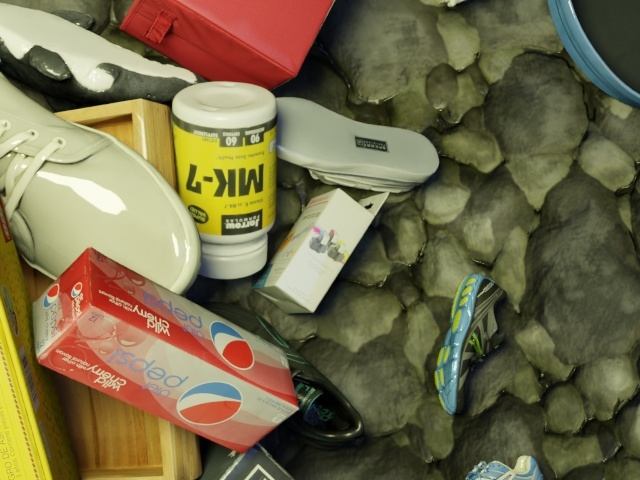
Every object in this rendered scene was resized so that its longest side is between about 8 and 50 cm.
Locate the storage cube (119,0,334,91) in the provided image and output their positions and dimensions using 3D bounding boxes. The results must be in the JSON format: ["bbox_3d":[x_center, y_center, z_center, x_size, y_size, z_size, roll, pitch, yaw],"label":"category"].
[{"bbox_3d":[-0.099,-0.299,1.229,0.193,0.183,0.215,29,76,-16],"label":"storage cube"}]

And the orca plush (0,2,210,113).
[{"bbox_3d":[-0.278,-0.192,1.228,0.287,0.102,0.151,6,39,-29],"label":"orca plush"}]

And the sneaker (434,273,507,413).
[{"bbox_3d":[0.202,0.138,1.360,0.078,0.067,0.188,20,76,-11],"label":"sneaker"}]

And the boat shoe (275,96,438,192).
[{"bbox_3d":[0.021,-0.105,1.306,0.258,0.084,0.095,15,57,-19],"label":"boat shoe"}]

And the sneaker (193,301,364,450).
[{"bbox_3d":[-0.052,0.159,1.251,0.267,0.106,0.101,36,77,-12],"label":"sneaker"}]

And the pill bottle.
[{"bbox_3d":[-0.110,-0.069,1.202,0.119,0.119,0.209,-9,120,-20],"label":"pill bottle"}]

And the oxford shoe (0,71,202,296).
[{"bbox_3d":[-0.316,-0.076,1.069,0.449,0.130,0.169,37,99,14],"label":"oxford shoe"}]

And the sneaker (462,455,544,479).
[{"bbox_3d":[0.204,0.331,1.347,0.211,0.080,0.081,-2,80,-29],"label":"sneaker"}]

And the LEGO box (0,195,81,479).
[{"bbox_3d":[-0.431,0.176,0.918,0.372,0.193,0.500,-14,96,-8],"label":"LEGO box"}]

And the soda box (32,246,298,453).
[{"bbox_3d":[-0.147,0.114,1.014,0.263,0.083,0.092,32,117,-35],"label":"soda box"}]

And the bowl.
[{"bbox_3d":[0.500,-0.372,1.501,0.391,0.077,0.391,2,85,-19],"label":"bowl"}]

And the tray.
[{"bbox_3d":[-0.252,0.064,1.150,0.202,0.076,0.411,-6,88,20],"label":"tray"}]

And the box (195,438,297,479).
[{"bbox_3d":[-0.094,0.421,1.172,0.294,0.182,0.296,46,71,-12],"label":"box"}]

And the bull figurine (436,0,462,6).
[{"bbox_3d":[0.160,-0.458,1.378,0.188,0.101,0.310,-35,95,-15],"label":"bull figurine"}]

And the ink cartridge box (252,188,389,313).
[{"bbox_3d":[0.000,0.000,1.280,0.061,0.104,0.181,37,74,-13],"label":"ink cartridge box"}]
